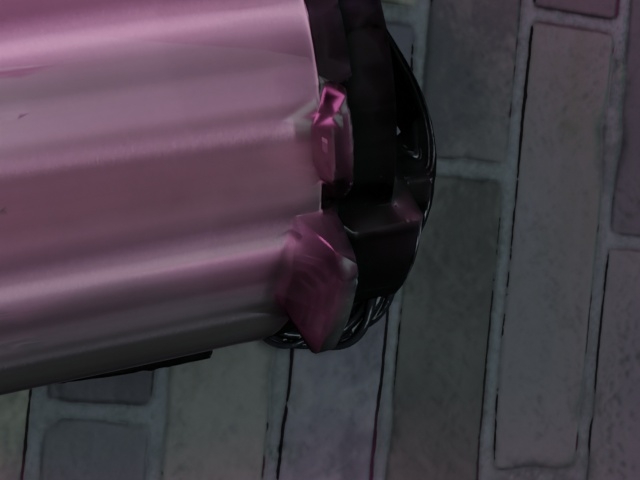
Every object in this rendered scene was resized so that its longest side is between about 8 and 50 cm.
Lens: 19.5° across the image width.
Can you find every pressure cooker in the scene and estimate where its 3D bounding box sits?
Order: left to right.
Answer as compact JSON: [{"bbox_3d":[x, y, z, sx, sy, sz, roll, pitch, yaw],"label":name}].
[{"bbox_3d":[-0.135,-0.092,1.244,0.420,0.375,0.370,-12,94,-24],"label":"pressure cooker"}]

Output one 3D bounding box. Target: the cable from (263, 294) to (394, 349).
[{"bbox_3d":[0.000,0.000,1.493,0.150,0.047,0.184,36,77,-23],"label":"cable"}]
